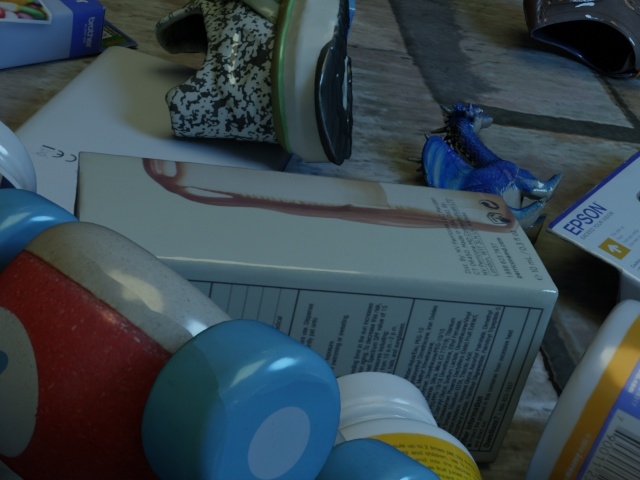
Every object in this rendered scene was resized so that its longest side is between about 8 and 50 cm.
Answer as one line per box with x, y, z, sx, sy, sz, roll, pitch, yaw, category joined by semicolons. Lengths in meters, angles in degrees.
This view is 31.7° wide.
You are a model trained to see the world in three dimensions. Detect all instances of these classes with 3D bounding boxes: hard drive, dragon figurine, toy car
-0.147;-0.069;0.968;0.210;0.040;0.318;18;32;4;hard drive
0.120;-0.035;0.982;0.144;0.085;0.289;23;32;14;dragon figurine
-0.110;0.134;0.499;0.219;0.210;0.238;24;72;43;toy car

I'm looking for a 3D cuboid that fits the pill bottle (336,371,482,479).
0.040;0.170;0.599;0.118;0.117;0.208;5;33;-15;pill bottle

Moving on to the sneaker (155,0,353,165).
-0.064;-0.231;1.054;0.182;0.158;0.410;-3;43;3;sneaker

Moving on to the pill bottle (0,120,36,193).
-0.248;0.029;0.669;0.153;0.153;0.264;8;33;-11;pill bottle

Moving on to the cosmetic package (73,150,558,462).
-0.018;0.046;0.740;0.296;0.153;0.129;6;31;-16;cosmetic package

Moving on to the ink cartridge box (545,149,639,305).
0.403;0.031;1.006;0.330;0.071;0.324;30;38;25;ink cartridge box

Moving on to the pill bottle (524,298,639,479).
0.274;0.159;0.678;0.272;0.152;0.152;27;34;19;pill bottle

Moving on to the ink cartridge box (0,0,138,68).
-0.356;-0.235;1.128;0.311;0.065;0.186;-17;44;-43;ink cartridge box

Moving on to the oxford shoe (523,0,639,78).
0.421;-0.253;1.449;0.364;0.130;0.132;16;64;-10;oxford shoe

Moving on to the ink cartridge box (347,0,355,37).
-0.042;-0.242;1.232;0.143;0.092;0.090;12;32;-6;ink cartridge box
